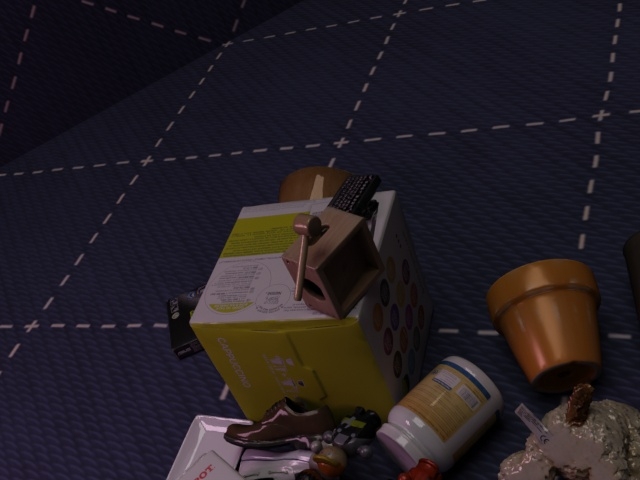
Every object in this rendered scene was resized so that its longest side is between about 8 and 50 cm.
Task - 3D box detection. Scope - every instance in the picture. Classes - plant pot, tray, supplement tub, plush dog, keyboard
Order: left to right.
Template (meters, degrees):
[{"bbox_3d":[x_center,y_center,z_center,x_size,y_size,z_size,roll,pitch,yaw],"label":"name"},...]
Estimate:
[{"bbox_3d":[-0.230,0.466,1.662,0.145,0.030,0.270,-1,49,29],"label":"tray"},{"bbox_3d":[0.000,0.000,1.978,0.237,0.237,0.254,-7,51,22],"label":"plant pot"},{"bbox_3d":[0.055,-0.063,1.608,0.108,0.023,0.180,6,47,33],"label":"keyboard"},{"bbox_3d":[0.212,0.317,1.524,0.200,0.144,0.144,-39,40,-19],"label":"supplement tub"},{"bbox_3d":[0.423,0.167,1.567,0.205,0.205,0.187,-16,53,11],"label":"plant pot"},{"bbox_3d":[0.437,0.316,1.369,0.263,0.210,0.225,3,3,35],"label":"plush dog"}]

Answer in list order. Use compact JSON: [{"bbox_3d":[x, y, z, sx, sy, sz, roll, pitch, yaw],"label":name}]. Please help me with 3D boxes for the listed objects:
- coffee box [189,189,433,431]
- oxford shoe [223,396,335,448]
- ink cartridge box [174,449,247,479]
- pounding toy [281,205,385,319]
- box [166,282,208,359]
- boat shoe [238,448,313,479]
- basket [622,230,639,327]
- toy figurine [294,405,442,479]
[{"bbox_3d":[0.002,0.147,1.683,0.338,0.337,0.334,-4,42,23],"label":"coffee box"},{"bbox_3d":[-0.077,0.341,1.605,0.227,0.083,0.096,-9,83,19],"label":"oxford shoe"},{"bbox_3d":[-0.158,0.530,1.460,0.211,0.121,0.289,-41,48,-21],"label":"ink cartridge box"},{"bbox_3d":[-0.010,0.026,1.392,0.094,0.206,0.181,19,56,41],"label":"pounding toy"},{"bbox_3d":[-0.267,0.176,2.038,0.191,0.045,0.184,-23,35,3],"label":"box"},{"bbox_3d":[-0.058,0.438,1.594,0.226,0.083,0.075,-9,49,38],"label":"boat shoe"},{"bbox_3d":[0.650,0.099,1.552,0.205,0.154,0.226,-4,45,26],"label":"basket"},{"bbox_3d":[0.069,0.403,1.421,0.209,0.213,0.148,42,57,3],"label":"toy figurine"}]
